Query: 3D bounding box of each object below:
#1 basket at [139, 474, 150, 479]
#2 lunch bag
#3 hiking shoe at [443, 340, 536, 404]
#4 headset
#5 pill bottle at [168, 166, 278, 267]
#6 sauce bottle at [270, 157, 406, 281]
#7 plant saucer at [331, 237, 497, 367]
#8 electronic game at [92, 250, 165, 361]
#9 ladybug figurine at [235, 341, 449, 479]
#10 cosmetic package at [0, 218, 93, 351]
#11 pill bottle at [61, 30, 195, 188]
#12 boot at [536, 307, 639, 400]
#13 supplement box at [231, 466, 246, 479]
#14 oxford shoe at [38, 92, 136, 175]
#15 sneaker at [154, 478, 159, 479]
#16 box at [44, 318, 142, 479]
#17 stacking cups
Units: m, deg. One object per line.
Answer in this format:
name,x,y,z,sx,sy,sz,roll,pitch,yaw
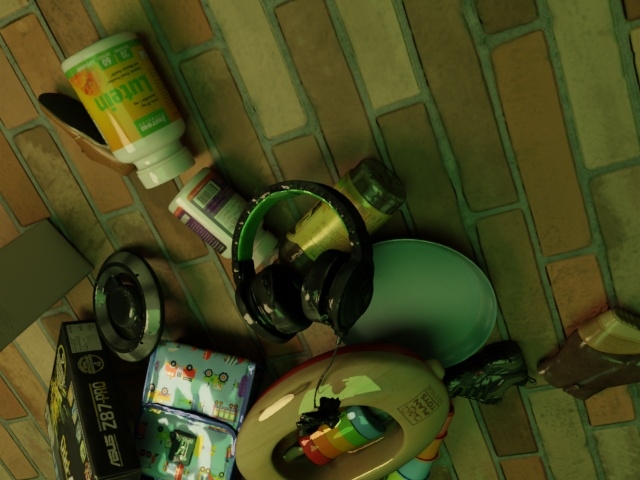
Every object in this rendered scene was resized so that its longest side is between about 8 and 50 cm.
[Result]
basket,-0.494,0.651,1.476,0.227,0.154,0.204,44,143,-4
lunch bag,-0.260,0.372,1.211,0.221,0.138,0.293,12,77,7
hiking shoe,0.303,0.289,1.154,0.227,0.086,0.114,-26,104,22
headset,-0.032,0.098,0.945,0.244,0.185,0.393,-14,87,26
pill bottle,-0.175,-0.035,1.091,0.193,0.108,0.108,42,117,-9
sauce bottle,0.000,0.000,1.067,0.111,0.111,0.344,42,115,-9
plant saucer,0.167,0.121,1.111,0.318,0.043,0.317,5,123,8
electronic game,-0.397,0.135,1.209,0.229,0.048,0.229,3,95,37
ladybug figurine,0.039,0.332,1.128,0.450,0.161,0.305,-31,118,16
cosmetic package,-0.645,0.139,1.127,0.217,0.385,0.156,-33,103,27
pill bottle,-0.321,-0.220,1.017,0.136,0.136,0.245,-20,110,21
boot,0.563,0.236,1.089,0.249,0.090,0.206,28,130,-3
supplement box,-0.089,0.513,1.270,0.191,0.194,0.129,24,152,1
oxford shoe,-0.438,-0.193,1.096,0.212,0.076,0.076,38,128,-6
sneaker,-0.403,0.572,1.471,0.059,0.053,0.144,-8,105,16
box,-0.494,0.414,1.243,0.097,0.395,0.318,-2,131,-34
stacking cups,0.208,0.473,1.260,0.096,0.096,0.316,19,118,3
